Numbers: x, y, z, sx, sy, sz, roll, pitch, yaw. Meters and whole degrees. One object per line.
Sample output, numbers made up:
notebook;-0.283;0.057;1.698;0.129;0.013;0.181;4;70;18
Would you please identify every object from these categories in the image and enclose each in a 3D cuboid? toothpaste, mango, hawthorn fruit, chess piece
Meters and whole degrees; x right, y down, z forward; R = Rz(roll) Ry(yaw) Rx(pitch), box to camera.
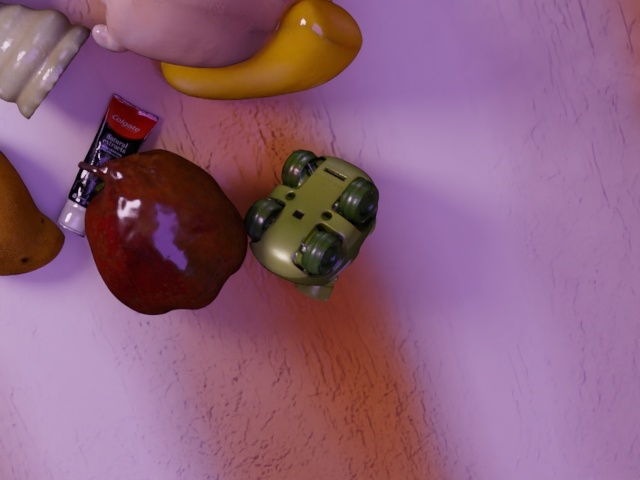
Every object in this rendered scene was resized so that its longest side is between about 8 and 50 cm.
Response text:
toothpaste;-0.297;-0.101;1.917;0.071;0.045;0.193;30;89;-19
mango;-0.455;-0.044;1.854;0.262;0.109;0.157;41;87;-21
hawthorn fruit;-0.225;-0.021;1.866;0.208;0.208;0.248;-44;117;0
chess piece;-0.435;-0.285;1.794;0.251;0.144;0.144;36;93;-13

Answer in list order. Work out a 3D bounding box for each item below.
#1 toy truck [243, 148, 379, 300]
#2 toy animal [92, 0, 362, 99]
toy truck;0.005;-0.019;1.953;0.187;0.148;0.210;-60;153;-4
toy animal;-0.128;-0.327;1.823;0.345;0.277;0.247;11;72;-27
